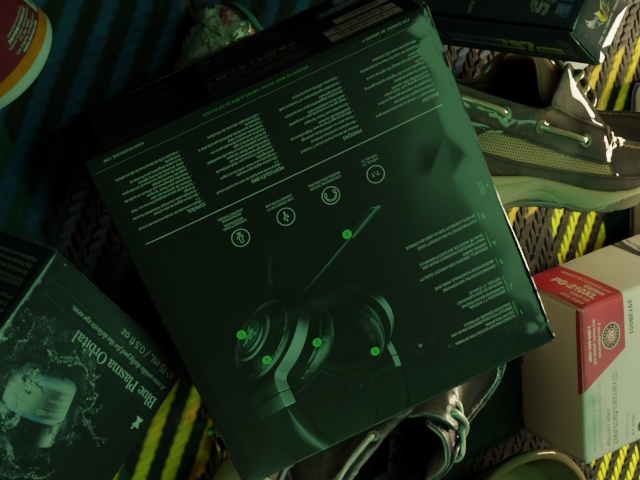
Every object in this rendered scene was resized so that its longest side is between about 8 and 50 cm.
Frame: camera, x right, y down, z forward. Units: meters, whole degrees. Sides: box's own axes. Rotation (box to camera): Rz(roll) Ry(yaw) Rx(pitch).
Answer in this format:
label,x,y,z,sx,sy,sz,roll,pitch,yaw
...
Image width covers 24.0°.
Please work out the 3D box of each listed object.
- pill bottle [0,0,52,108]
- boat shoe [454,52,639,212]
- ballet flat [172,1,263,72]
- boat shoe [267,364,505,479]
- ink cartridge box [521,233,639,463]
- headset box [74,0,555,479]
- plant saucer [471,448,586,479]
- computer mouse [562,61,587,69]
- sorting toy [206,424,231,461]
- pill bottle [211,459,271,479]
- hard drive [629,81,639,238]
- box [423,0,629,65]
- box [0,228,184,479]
label,x,y,z,sx,sy,sz,roll,pitch,yaw
pill bottle,-0.241,-0.149,0.910,0.152,0.086,0.086,43,70,-43
boat shoe,0.192,-0.101,1.315,0.355,0.132,0.130,-7,115,-40
ballet flat,-0.031,-0.079,1.156,0.077,0.091,0.241,-46,121,-9
boat shoe,0.082,0.167,1.321,0.301,0.102,0.108,-27,119,-39
ink cartridge box,0.322,0.096,1.523,0.237,0.100,0.172,-19,115,-29
headset box,0.000,0.000,1.058,0.246,0.131,0.283,-26,111,-3
plant saucer,0.185,0.342,1.524,0.278,0.041,0.278,-14,110,-44
computer mouse,0.238,-0.189,1.431,0.193,0.042,0.106,-54,132,-21
sorting toy,-0.072,0.138,1.198,0.042,0.061,0.102,-14,107,-7
pill bottle,-0.088,0.282,1.165,0.117,0.117,0.208,44,70,-43
hard drive,0.451,-0.103,1.678,0.318,0.040,0.210,-21,116,-42
box,0.190,-0.267,1.256,0.059,0.183,0.233,37,75,-45
box,-0.201,0.101,1.016,0.158,0.093,0.156,-57,134,-17
